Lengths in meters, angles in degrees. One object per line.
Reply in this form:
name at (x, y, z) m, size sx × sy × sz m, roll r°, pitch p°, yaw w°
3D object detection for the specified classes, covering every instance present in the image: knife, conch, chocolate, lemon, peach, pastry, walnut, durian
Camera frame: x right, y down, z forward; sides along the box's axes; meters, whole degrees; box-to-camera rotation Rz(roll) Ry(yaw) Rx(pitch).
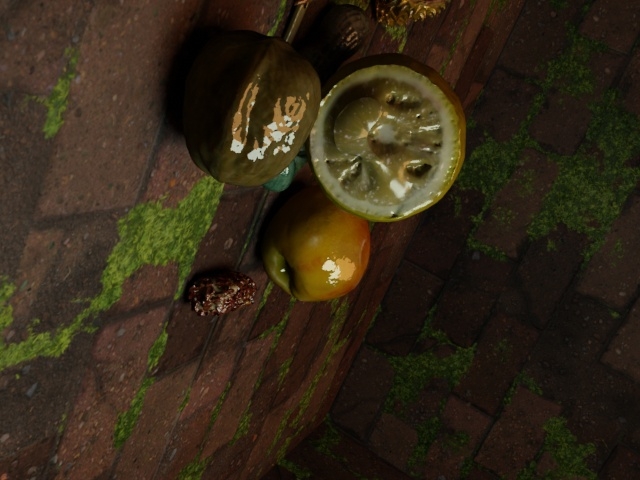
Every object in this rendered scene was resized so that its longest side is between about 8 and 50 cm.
knife at (-0.092, -0.360, 1.427) m, size 0.047 × 0.017 × 0.297 m, roll -21°, pitch 141°, yaw -60°
conch at (-0.094, -0.193, 1.510) m, size 0.188 × 0.122 × 0.175 m, roll -16°, pitch 115°, yaw -68°
chocolate at (0.018, -0.412, 1.504) m, size 0.248 × 0.110 × 0.110 m, roll -54°, pitch 161°, yaw -19°
lemon at (0.136, -0.221, 1.490) m, size 0.364 × 0.364 × 0.364 m, roll -51°, pitch 160°, yaw -27°
peach at (0.004, -0.001, 1.820) m, size 0.308 × 0.289 × 0.289 m, roll -41°, pitch 154°, yaw -32°
pastry at (-0.227, 0.123, 1.661) m, size 0.208 × 0.115 × 0.097 m, roll -9°, pitch 114°, yaw -65°
walnut at (-0.125, -0.220, 1.209) m, size 0.283 × 0.227 × 0.283 m, roll -62°, pitch 173°, yaw -13°
durian at (0.221, -0.617, 1.756) m, size 0.195 × 0.185 × 0.305 m, roll -46°, pitch -172°, yaw 50°

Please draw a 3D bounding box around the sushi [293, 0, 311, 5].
sushi at (-0.064, -0.501, 1.027) m, size 0.196 × 0.182 × 0.343 m, roll -50°, pitch 158°, yaw -9°
